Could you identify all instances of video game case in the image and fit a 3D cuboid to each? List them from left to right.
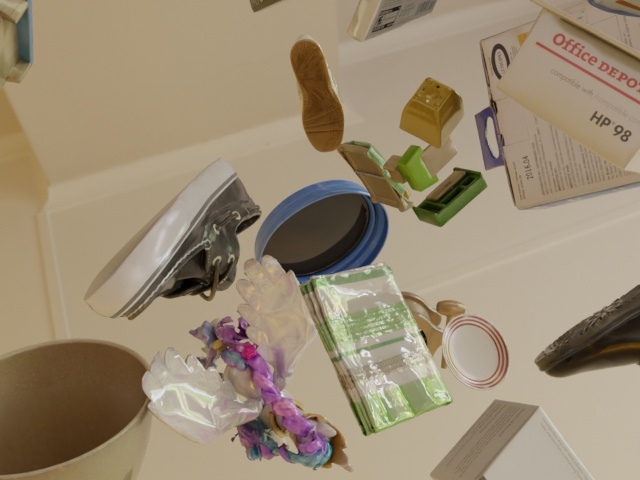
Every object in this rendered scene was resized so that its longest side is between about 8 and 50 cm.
[{"bbox_3d":[0.086,-0.238,0.535,0.019,0.143,0.157,34,-143,12],"label":"video game case"}]

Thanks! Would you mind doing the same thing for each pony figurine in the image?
[{"bbox_3d":[-0.115,0.233,1.148,0.303,0.351,0.363,-44,-162,-17],"label":"pony figurine"}]

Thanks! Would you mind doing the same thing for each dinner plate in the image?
[{"bbox_3d":[0.277,0.200,1.212,0.141,0.017,0.141,9,-116,-19],"label":"dinner plate"}]

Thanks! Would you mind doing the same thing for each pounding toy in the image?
[{"bbox_3d":[0.200,0.225,1.527,0.154,0.270,0.155,18,-146,-13],"label":"pounding toy"}]

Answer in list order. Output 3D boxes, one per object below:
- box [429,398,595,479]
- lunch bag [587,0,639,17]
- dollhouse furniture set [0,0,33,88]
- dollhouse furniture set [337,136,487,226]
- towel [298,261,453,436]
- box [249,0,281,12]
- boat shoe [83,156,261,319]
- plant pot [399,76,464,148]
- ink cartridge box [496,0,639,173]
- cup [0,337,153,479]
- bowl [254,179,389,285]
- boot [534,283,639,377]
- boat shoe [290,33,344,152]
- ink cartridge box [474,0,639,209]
[{"bbox_3d":[0.307,0.383,1.070,0.182,0.119,0.181,-40,-81,-22],"label":"box"},{"bbox_3d":[0.352,-0.269,0.550,0.243,0.303,0.115,9,-88,7],"label":"lunch bag"},{"bbox_3d":[-0.492,-0.223,0.780,0.198,0.303,0.286,21,-120,-10],"label":"dollhouse furniture set"},{"bbox_3d":[0.204,-0.176,1.576,0.151,0.198,0.301,-42,-152,-12],"label":"dollhouse furniture set"},{"bbox_3d":[0.055,0.093,0.626,0.113,0.023,0.152,-10,-115,-36],"label":"towel"},{"bbox_3d":[-0.101,-0.501,1.157,0.045,0.191,0.184,-20,-162,-14],"label":"box"},{"bbox_3d":[-0.093,0.005,0.502,0.080,0.076,0.228,-41,-169,17],"label":"boat shoe"},{"bbox_3d":[0.181,-0.216,1.094,0.081,0.083,0.081,32,-104,19],"label":"plant pot"},{"bbox_3d":[0.190,-0.093,0.442,0.180,0.060,0.104,0,-144,-48],"label":"ink cartridge box"},{"bbox_3d":[-0.419,0.346,1.076,0.331,0.237,0.331,-1,-156,1],"label":"cup"},{"bbox_3d":[0.000,0.000,1.841,0.391,0.391,0.077,-20,-131,-14],"label":"bowl"},{"bbox_3d":[0.734,0.338,1.428,0.367,0.146,0.445,-35,-100,7],"label":"boot"},{"bbox_3d":[-0.003,-0.338,1.543,0.098,0.277,0.096,-9,-145,5],"label":"boat shoe"},{"bbox_3d":[0.403,-0.202,0.980,0.395,0.151,0.270,-14,-96,33],"label":"ink cartridge box"}]
